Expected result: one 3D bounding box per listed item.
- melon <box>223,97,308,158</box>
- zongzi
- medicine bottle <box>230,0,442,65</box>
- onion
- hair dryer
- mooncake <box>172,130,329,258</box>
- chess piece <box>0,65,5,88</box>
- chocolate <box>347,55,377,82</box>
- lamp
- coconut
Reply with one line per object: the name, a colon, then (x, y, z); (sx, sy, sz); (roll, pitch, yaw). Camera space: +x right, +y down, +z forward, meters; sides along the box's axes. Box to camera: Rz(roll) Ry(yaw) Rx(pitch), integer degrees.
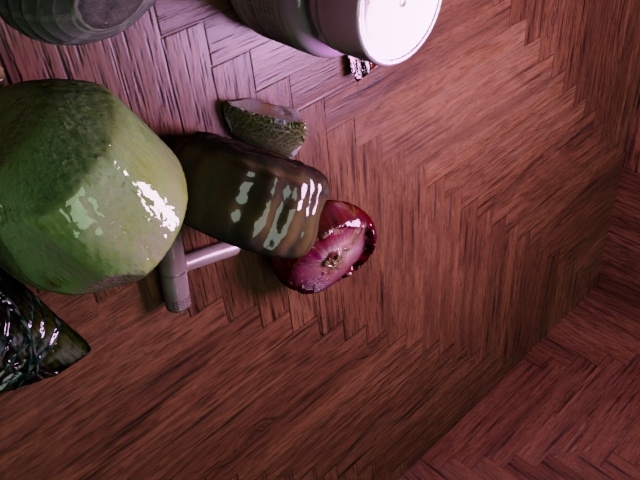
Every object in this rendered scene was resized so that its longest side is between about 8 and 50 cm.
melon: (-0.083, -0.219, 1.322); (0.202, 0.140, 0.093); (31, 67, -51)
zongzi: (-0.486, 0.134, 0.904); (0.319, 0.362, 0.383); (-19, 133, -17)
medicine bottle: (0.021, -0.416, 1.135); (0.241, 0.302, 0.241); (-28, 134, -34)
onion: (0.003, 0.010, 1.536); (0.248, 0.161, 0.248); (-19, 126, -28)
hair dryer: (-0.219, 0.012, 1.368); (0.220, 0.054, 0.195); (-30, 134, -34)
mooncake: (-0.129, -0.084, 1.212); (0.290, 0.290, 0.161); (11, 101, -52)
chess piece: (-0.470, -0.231, 0.905); (0.066, 0.066, 0.122); (-60, 148, 2)
chocolate: (0.120, -0.410, 1.486); (0.182, 0.028, 0.086); (-42, 133, -23)
lamp: (-0.299, -0.371, 0.868); (0.265, 0.233, 0.233); (-44, 149, 23)
coconut: (-0.334, -0.061, 0.982); (0.281, 0.328, 0.328); (-58, 145, -18)
